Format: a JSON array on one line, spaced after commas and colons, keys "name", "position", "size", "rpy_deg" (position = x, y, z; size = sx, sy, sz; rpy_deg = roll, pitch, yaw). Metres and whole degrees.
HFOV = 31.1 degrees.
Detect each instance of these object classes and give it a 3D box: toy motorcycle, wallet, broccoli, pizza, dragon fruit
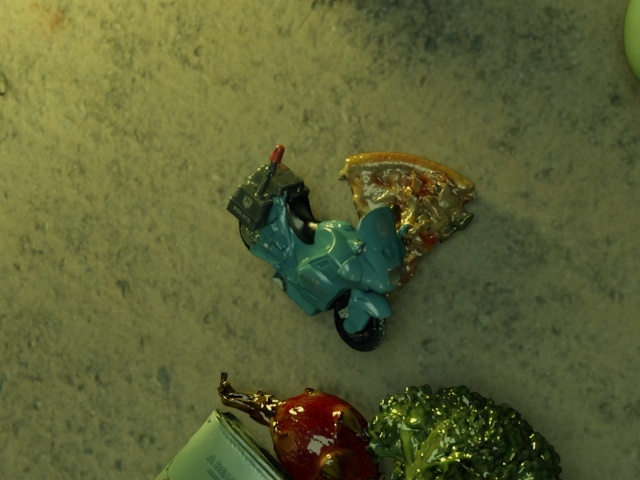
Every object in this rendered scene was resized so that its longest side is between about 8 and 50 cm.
[{"name": "toy motorcycle", "position": [0.000, 0.000, 1.416], "size": [0.272, 0.123, 0.182], "rpy_deg": [42, 125, 22]}, {"name": "wallet", "position": [-0.152, 0.363, 1.474], "size": [0.176, 0.075, 0.250], "rpy_deg": [43, 95, 18]}, {"name": "broccoli", "position": [0.172, 0.311, 1.332], "size": [0.245, 0.248, 0.288], "rpy_deg": [-50, 34, 12]}, {"name": "pizza", "position": [0.095, -0.014, 1.455], "size": [0.185, 0.052, 0.195], "rpy_deg": [12, 90, 16]}, {"name": "dragon fruit", "position": [-0.027, 0.238, 1.431], "size": [0.246, 0.125, 0.125], "rpy_deg": [28, 95, 20]}]

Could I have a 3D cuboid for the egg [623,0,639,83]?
[{"name": "egg", "position": [0.445, -0.267, 1.332], "size": [0.168, 0.168, 0.231], "rpy_deg": [25, 87, 13]}]
